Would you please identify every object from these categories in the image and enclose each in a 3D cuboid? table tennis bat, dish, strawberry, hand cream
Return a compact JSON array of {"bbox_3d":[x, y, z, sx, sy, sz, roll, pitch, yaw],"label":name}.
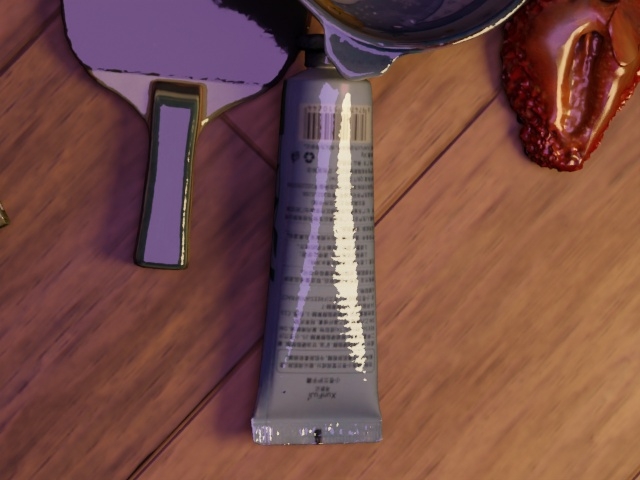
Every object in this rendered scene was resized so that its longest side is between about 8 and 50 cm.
[{"bbox_3d":[-0.090,-0.131,1.279,0.173,0.022,0.301,5,87,-7],"label":"table tennis bat"},{"bbox_3d":[0.039,-0.226,1.261,0.228,0.086,0.236,42,78,-5],"label":"dish"},{"bbox_3d":[0.174,-0.122,1.298,0.104,0.048,0.152,5,85,-3],"label":"strawberry"},{"bbox_3d":[0.000,0.000,1.273,0.091,0.058,0.271,0,92,-18],"label":"hand cream"}]

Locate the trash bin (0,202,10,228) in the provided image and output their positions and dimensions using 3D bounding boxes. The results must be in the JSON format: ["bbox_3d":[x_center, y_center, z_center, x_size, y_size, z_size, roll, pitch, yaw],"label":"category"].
[{"bbox_3d":[-0.256,-0.018,1.246,0.092,0.043,0.061,-27,92,-6],"label":"trash bin"}]
